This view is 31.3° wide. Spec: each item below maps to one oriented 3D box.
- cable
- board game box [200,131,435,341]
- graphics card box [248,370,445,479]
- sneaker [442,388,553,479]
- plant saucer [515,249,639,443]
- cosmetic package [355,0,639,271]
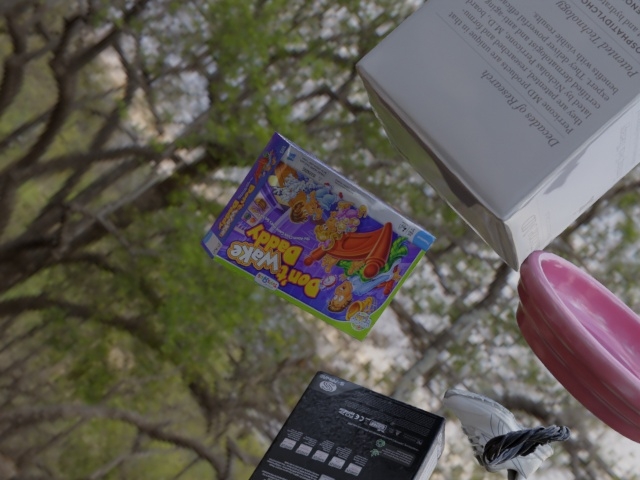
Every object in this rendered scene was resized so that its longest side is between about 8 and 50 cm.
[{"bbox_3d":[0.372,0.370,2.073,0.184,0.150,0.047,17,56,-58],"label":"cable"},{"bbox_3d":[0.000,0.000,1.990,0.347,0.233,0.078,30,8,-31],"label":"board game box"},{"bbox_3d":[0.014,0.386,1.722,0.232,0.371,0.094,17,-40,21],"label":"graphics card box"},{"bbox_3d":[0.369,0.421,2.444,0.297,0.129,0.111,38,-9,-19],"label":"sneaker"},{"bbox_3d":[0.380,0.153,1.520,0.332,0.084,0.332,35,19,-14],"label":"plant saucer"},{"bbox_3d":[0.322,-0.226,1.729,0.327,0.393,0.329,48,0,20],"label":"cosmetic package"}]
